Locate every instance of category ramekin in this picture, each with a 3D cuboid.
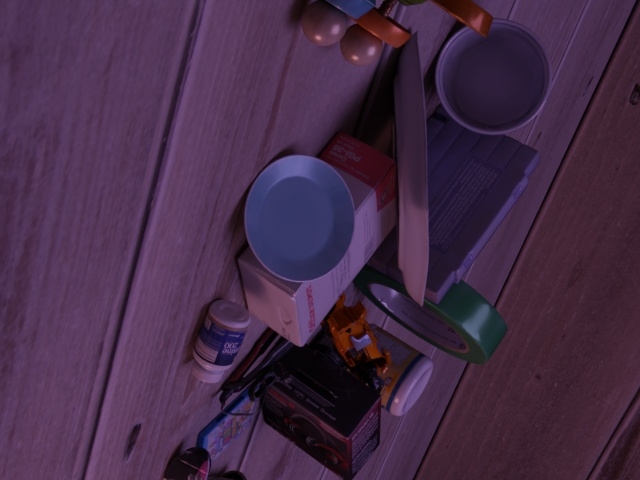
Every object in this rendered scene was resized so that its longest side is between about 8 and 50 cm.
[{"bbox_3d":[0.312,-0.290,2.134,0.207,0.207,0.109,-60,173,4],"label":"ramekin"}]

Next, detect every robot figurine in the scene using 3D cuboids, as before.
[{"bbox_3d":[0.054,0.166,2.169,0.085,0.211,0.291,-33,148,-3],"label":"robot figurine"}]

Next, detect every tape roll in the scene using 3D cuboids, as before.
[{"bbox_3d":[0.209,0.121,2.313,0.077,0.321,0.321,-55,162,-12],"label":"tape roll"}]

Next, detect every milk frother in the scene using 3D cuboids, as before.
[{"bbox_3d":[0.018,0.249,2.411,0.143,0.129,0.135,-9,-148,53],"label":"milk frother"}]

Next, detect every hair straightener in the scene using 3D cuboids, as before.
[{"bbox_3d":[-0.091,0.222,2.057,0.230,0.089,0.047,-47,161,-31],"label":"hair straightener"}]

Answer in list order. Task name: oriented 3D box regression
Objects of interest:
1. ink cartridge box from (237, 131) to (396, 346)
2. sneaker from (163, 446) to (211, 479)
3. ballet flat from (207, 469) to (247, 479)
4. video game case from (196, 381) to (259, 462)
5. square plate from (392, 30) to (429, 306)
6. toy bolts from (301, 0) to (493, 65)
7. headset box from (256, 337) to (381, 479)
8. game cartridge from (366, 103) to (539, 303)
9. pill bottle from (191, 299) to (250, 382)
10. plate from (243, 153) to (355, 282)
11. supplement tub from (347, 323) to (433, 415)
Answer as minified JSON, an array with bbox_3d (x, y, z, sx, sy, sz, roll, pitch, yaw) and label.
[{"bbox_3d":[0.000,0.000,1.894,0.283,0.117,0.207,-52,161,-22],"label":"ink cartridge box"},{"bbox_3d":[-0.235,0.418,2.053,0.178,0.072,0.077,-60,176,30],"label":"sneaker"},{"bbox_3d":[-0.224,0.505,2.181,0.316,0.107,0.106,-28,125,-67],"label":"ballet flat"},{"bbox_3d":[-0.173,0.344,2.156,0.166,0.015,0.119,-40,155,-44],"label":"video game case"},{"bbox_3d":[0.150,-0.112,1.985,0.347,0.049,0.344,84,6,-62],"label":"square plate"},{"bbox_3d":[0.084,-0.293,1.556,0.228,0.218,0.158,19,109,-53],"label":"toy bolts"},{"bbox_3d":[-0.002,0.313,2.230,0.110,0.218,0.293,-49,161,-22],"label":"headset box"},{"bbox_3d":[0.225,-0.071,2.196,0.355,0.230,0.068,-52,161,-19],"label":"game cartridge"},{"bbox_3d":[-0.156,0.157,1.814,0.067,0.067,0.120,-26,143,-59],"label":"pill bottle"},{"bbox_3d":[-0.033,-0.032,1.739,0.188,0.188,0.024,-51,-157,-22],"label":"plate"},{"bbox_3d":[0.123,0.266,2.514,0.144,0.199,0.144,-50,159,-26],"label":"supplement tub"}]
